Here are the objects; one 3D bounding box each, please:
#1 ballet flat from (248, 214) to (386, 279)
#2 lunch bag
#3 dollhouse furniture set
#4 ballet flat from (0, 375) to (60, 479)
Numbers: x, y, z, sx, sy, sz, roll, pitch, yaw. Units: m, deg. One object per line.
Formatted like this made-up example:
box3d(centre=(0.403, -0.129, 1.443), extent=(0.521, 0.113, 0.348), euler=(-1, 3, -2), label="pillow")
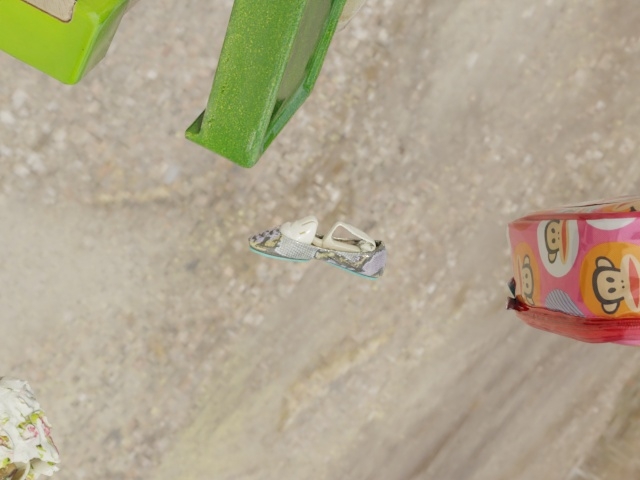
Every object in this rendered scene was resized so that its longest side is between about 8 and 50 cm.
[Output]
box3d(centre=(0.000, 0.000, 0.956), extent=(0.041, 0.114, 0.041), euler=(-167, -90, -80), label="ballet flat")
box3d(centre=(0.302, 0.007, 0.964), extent=(0.258, 0.293, 0.120), euler=(-173, -103, -76), label="lunch bag")
box3d(centre=(-0.045, -0.214, 0.681), extent=(0.301, 0.197, 0.151), euler=(-57, 172, -44), label="dollhouse furniture set")
box3d(centre=(-0.236, 0.162, 0.663), extent=(0.241, 0.077, 0.091), euler=(-41, 179, -42), label="ballet flat")
